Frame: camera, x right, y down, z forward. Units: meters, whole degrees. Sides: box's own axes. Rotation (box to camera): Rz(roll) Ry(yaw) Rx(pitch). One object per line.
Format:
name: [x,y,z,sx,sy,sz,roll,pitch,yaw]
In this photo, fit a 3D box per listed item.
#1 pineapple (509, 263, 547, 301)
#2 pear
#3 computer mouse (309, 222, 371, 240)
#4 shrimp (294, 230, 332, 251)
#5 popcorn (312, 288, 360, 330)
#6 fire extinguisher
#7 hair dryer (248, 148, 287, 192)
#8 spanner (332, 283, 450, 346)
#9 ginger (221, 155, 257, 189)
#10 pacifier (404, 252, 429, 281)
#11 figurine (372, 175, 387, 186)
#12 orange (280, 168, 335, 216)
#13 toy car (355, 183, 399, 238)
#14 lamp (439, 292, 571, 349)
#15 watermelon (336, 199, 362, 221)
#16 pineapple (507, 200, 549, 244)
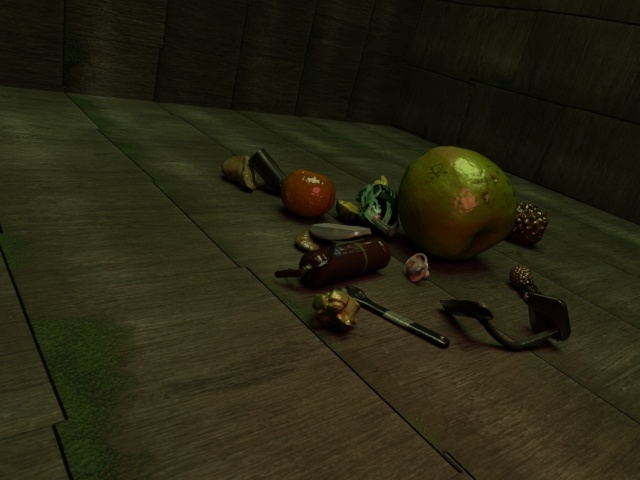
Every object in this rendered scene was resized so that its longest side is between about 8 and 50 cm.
pineapple: [0.632,0.140,1.520,0.074,0.074,0.159,9,31,-11]
pear: [0.430,-0.131,1.634,0.391,0.390,0.391,12,22,-5]
computer mouse: [0.055,-0.021,1.462,0.199,0.044,0.102,8,10,42]
shrimp: [0.000,0.000,1.513,0.099,0.041,0.180,32,28,35]
popcorn: [0.033,0.156,1.112,0.109,0.089,0.097,8,-14,-36]
fire extinguisher: [0.037,0.058,1.332,0.341,0.105,0.141,-10,-3,-44]
hair dryer: [-0.179,-0.250,1.960,0.195,0.078,0.248,51,3,-2]
spanner: [0.169,0.177,1.217,0.316,0.024,0.087,24,19,25]
ginger: [-0.309,-0.249,1.882,0.123,0.115,0.193,-11,33,-4]
pacifier: [0.291,0.083,1.458,0.078,0.081,0.099,35,12,-28]
figurine: [0.256,-0.212,2.136,0.083,0.083,0.187,15,32,3]
orange: [-0.044,-0.156,1.708,0.194,0.161,0.193,13,9,-2]
toy car: [0.216,-0.121,1.762,0.136,0.125,0.306,36,17,-13]
lamp: [0.457,0.195,1.264,0.284,0.124,0.203,1,5,-21]
watermelon: [0.097,-0.101,1.777,0.106,0.062,0.105,29,16,-9]
pineapple: [0.800,-0.075,1.995,0.193,0.166,0.166,21,23,12]
